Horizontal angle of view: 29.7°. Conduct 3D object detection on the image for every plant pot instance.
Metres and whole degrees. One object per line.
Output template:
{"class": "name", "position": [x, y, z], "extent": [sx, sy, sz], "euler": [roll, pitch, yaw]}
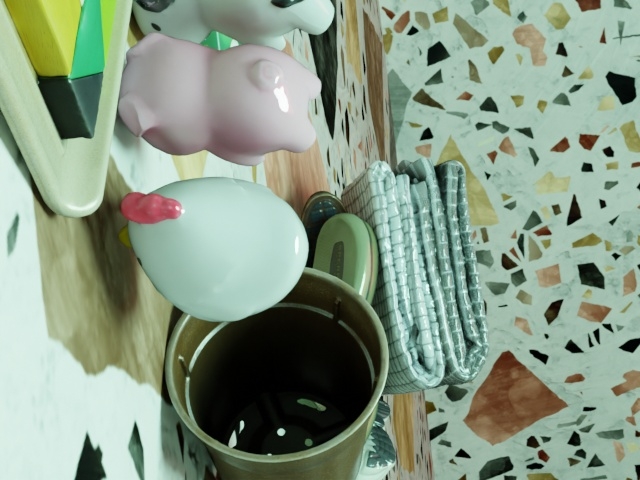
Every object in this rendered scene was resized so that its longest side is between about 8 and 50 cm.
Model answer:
{"class": "plant pot", "position": [-0.029, 0.133, 0.957], "extent": [0.165, 0.166, 0.167], "euler": [86, 4, -55]}

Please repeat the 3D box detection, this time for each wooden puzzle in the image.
{"class": "wooden puzzle", "position": [-0.149, -0.164, 0.659], "extent": [0.239, 0.044, 0.221], "euler": [73, 15, -55]}

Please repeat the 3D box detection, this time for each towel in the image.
{"class": "towel", "position": [0.114, 0.046, 1.496], "extent": [0.235, 0.121, 0.284], "euler": [136, -54, -78]}

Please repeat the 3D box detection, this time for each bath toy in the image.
{"class": "bath toy", "position": [-0.079, -0.117, 0.827], "extent": [0.129, 0.151, 0.348], "euler": [26, 59, -44]}

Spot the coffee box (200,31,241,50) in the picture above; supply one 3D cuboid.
{"class": "coffee box", "position": [-0.097, -0.192, 1.031], "extent": [0.113, 0.040, 0.184], "euler": [-63, 148, -75]}

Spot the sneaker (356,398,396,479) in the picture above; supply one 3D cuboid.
{"class": "sneaker", "position": [0.019, 0.242, 1.468], "extent": [0.110, 0.107, 0.275], "euler": [-63, -173, 16]}

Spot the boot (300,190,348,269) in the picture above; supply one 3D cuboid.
{"class": "boot", "position": [0.000, 0.000, 1.518], "extent": [0.106, 0.082, 0.219], "euler": [-107, -172, -46]}

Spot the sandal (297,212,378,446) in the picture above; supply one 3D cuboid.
{"class": "sandal", "position": [0.000, 0.111, 1.364], "extent": [0.086, 0.120, 0.303], "euler": [18, 66, -39]}
